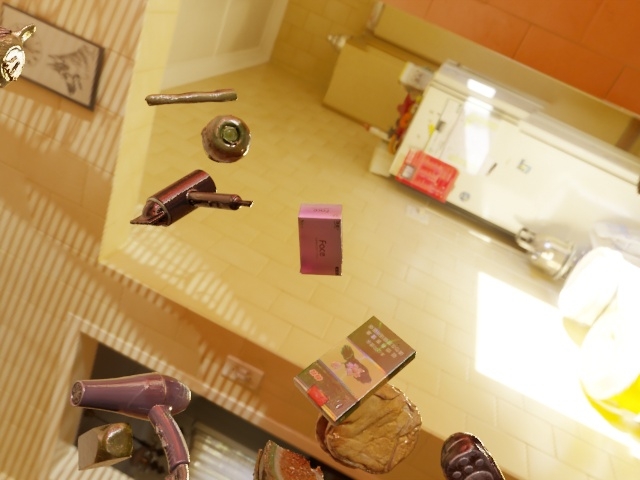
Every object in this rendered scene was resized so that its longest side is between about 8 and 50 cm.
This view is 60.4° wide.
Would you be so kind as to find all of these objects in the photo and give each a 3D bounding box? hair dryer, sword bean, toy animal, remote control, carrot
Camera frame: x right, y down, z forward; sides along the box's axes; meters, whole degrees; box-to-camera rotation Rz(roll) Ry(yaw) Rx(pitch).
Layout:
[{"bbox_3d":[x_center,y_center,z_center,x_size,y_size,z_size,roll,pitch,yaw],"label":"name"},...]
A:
[{"bbox_3d":[-0.250,-0.075,1.142,0.195,0.248,0.078,-43,-54,-43],"label":"hair dryer"},{"bbox_3d":[-0.361,-0.405,1.558,0.269,0.043,0.038,-13,-72,-31],"label":"sword bean"},{"bbox_3d":[-0.402,0.452,1.302,0.301,0.361,0.121,19,-73,-47],"label":"hair dryer"},{"bbox_3d":[-0.537,-0.317,0.903,0.098,0.098,0.137,105,-175,-69],"label":"toy animal"},{"bbox_3d":[0.284,0.436,0.966,0.090,0.266,0.066,-27,24,10],"label":"remote control"},{"bbox_3d":[-0.173,-0.164,0.964,0.078,0.078,0.298,-63,13,-3],"label":"carrot"}]

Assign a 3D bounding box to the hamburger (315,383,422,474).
[{"bbox_3d":[0.133,0.509,1.512,0.259,0.283,0.144,-52,17,-5],"label":"hamburger"}]

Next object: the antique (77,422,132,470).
[{"bbox_3d":[-0.509,0.484,1.297,0.221,0.080,0.081,-38,57,48],"label":"antique"}]

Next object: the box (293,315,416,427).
[{"bbox_3d":[0.074,0.268,1.155,0.235,0.132,0.034,-33,-37,-24],"label":"box"}]

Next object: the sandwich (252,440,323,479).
[{"bbox_3d":[-0.060,0.523,1.159,0.235,0.159,0.079,-110,29,-69],"label":"sandwich"}]

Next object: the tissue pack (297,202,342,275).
[{"bbox_3d":[0.000,0.000,1.862,0.092,0.149,0.246,-81,-9,-53],"label":"tissue pack"}]
